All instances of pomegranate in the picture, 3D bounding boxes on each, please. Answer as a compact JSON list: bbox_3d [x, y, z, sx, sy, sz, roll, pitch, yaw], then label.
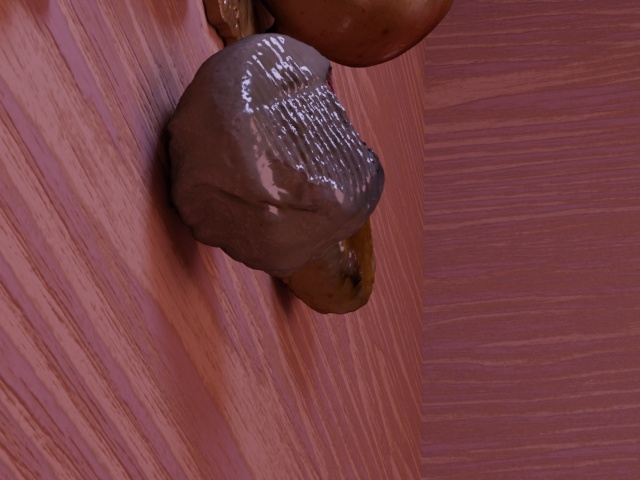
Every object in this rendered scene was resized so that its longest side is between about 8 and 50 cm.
[{"bbox_3d":[0.029,-0.405,1.944,0.338,0.338,0.338,-5,90,-78],"label":"pomegranate"}]

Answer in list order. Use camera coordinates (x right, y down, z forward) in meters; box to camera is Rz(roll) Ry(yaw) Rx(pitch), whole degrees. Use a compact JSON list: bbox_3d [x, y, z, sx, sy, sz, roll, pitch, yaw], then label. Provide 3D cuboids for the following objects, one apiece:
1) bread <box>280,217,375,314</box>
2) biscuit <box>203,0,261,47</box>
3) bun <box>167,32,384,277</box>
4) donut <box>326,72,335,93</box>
[{"bbox_3d":[0.000,0.000,2.007,0.244,0.134,0.245,-4,90,-75],"label":"bread"},{"bbox_3d":[-0.119,-0.325,1.825,0.236,0.040,0.144,53,39,-64],"label":"biscuit"},{"bbox_3d":[-0.071,-0.090,1.534,0.281,0.205,0.282,30,40,-28],"label":"bun"},{"bbox_3d":[-0.011,-0.254,2.221,0.117,0.065,0.166,-20,106,-77],"label":"donut"}]
